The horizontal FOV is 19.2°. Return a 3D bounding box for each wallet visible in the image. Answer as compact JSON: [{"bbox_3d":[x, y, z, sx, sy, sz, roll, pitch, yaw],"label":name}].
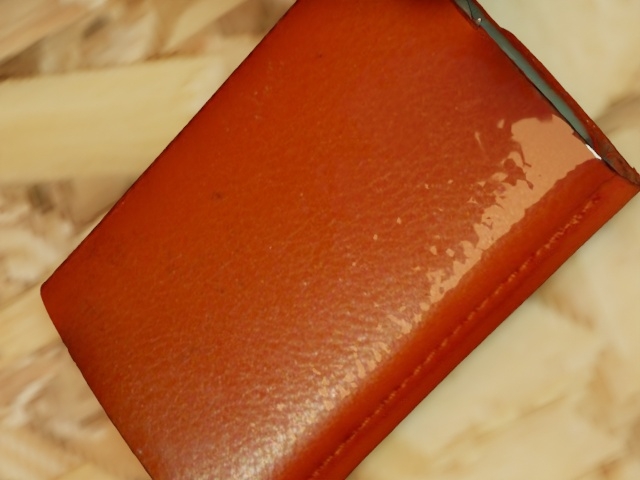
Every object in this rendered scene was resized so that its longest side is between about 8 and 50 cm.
[{"bbox_3d":[0.000,0.000,0.678,0.204,0.045,0.142,-47,67,18],"label":"wallet"}]
